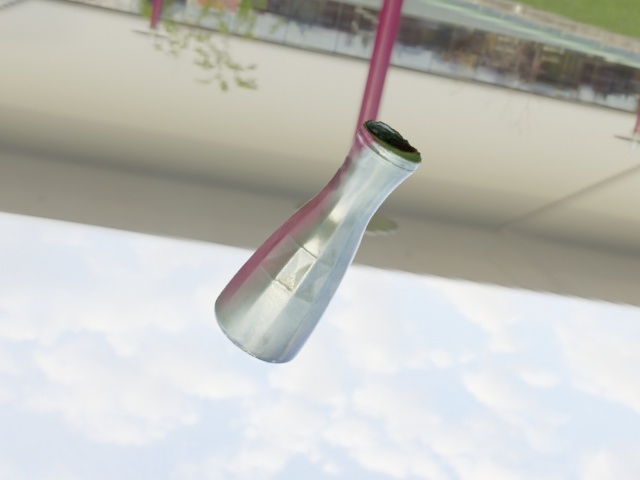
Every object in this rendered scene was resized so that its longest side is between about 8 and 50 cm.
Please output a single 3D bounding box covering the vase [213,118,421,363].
[{"bbox_3d":[0.000,0.000,0.851,0.086,0.214,0.086,30,-157,-15],"label":"vase"}]
